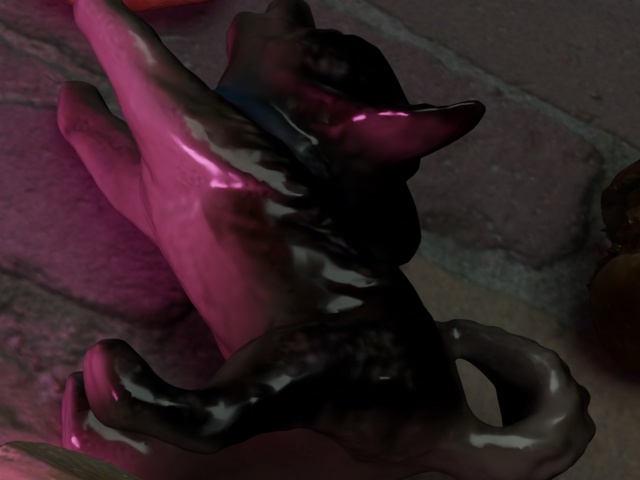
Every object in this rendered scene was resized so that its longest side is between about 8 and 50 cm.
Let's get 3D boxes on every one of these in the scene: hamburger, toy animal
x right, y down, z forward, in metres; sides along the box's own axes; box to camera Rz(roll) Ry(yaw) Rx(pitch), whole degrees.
[{"bbox_3d":[0.260,0.017,1.098,0.159,0.185,0.131,36,44,-17],"label":"hamburger"},{"bbox_3d":[0.000,0.000,0.985,0.303,0.194,0.344,4,58,-15],"label":"toy animal"}]

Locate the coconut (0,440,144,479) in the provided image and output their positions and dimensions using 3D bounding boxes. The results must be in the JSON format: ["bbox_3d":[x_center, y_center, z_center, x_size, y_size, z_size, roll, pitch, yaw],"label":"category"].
[{"bbox_3d":[-0.115,0.211,0.753,0.237,0.197,0.237,-7,42,6],"label":"coconut"}]

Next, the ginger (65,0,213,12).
[{"bbox_3d":[-0.114,-0.198,1.146,0.190,0.069,0.095,-7,65,-29],"label":"ginger"}]
